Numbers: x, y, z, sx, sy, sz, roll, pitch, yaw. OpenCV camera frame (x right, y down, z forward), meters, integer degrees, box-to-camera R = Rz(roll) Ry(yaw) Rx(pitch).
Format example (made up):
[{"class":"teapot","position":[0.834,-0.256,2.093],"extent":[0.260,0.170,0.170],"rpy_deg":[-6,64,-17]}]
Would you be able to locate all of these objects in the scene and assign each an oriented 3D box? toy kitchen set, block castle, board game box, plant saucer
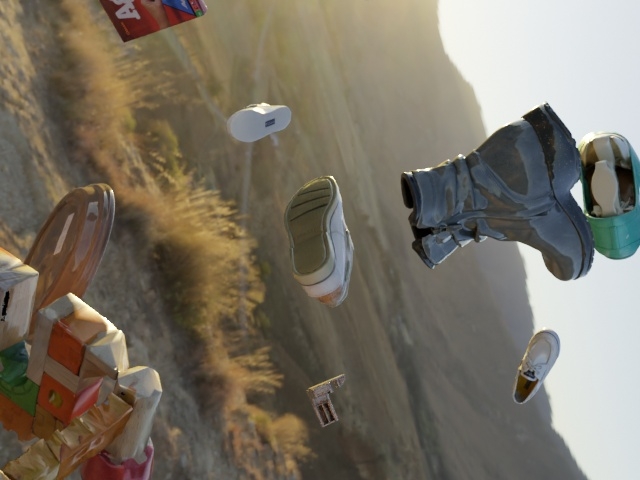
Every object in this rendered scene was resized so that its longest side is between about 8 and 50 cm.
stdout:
[{"class":"toy kitchen set","position":[0.024,0.292,1.421],"extent":[0.083,0.068,0.075],"rpy_deg":[126,-59,-75]},{"class":"block castle","position":[-0.430,0.182,0.885],"extent":[0.303,0.453,0.213],"rpy_deg":[-33,148,-56]},{"class":"board game box","position":[-0.288,-0.426,1.099],"extent":[0.027,0.145,0.281],"rpy_deg":[-76,147,-47]},{"class":"plant saucer","position":[-0.411,0.029,1.225],"extent":[0.041,0.278,0.278],"rpy_deg":[29,35,-32]}]

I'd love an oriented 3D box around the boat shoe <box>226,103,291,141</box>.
[{"class":"boat shoe","position":[-0.161,-0.285,1.864],"extent":[0.219,0.070,0.077],"rpy_deg":[-22,123,-53]}]

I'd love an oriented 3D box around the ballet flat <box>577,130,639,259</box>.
[{"class":"ballet flat","position":[0.384,-0.088,1.036],"extent":[0.247,0.083,0.087],"rpy_deg":[-79,153,-42]}]

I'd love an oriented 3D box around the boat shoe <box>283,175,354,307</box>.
[{"class":"boat shoe","position":[0.000,0.000,1.446],"extent":[0.302,0.113,0.103],"rpy_deg":[-85,151,-50]}]

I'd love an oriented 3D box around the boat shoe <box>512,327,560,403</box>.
[{"class":"boat shoe","position":[0.242,0.145,0.885],"extent":[0.035,0.035,0.100],"rpy_deg":[-36,149,-52]}]

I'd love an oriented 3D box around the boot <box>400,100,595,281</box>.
[{"class":"boot","position":[0.166,-0.018,0.750],"extent":[0.246,0.161,0.083],"rpy_deg":[57,9,-49]}]
